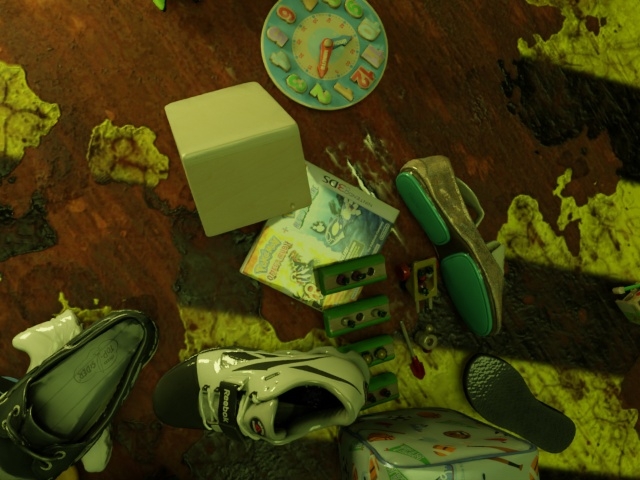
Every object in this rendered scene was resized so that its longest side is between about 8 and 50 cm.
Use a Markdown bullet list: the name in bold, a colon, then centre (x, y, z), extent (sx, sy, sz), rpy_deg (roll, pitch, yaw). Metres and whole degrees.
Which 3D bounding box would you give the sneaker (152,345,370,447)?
- **sneaker**: centre (-0.097, 0.225, 0.821), extent (0.331, 0.146, 0.122), rpy_deg (-10, 101, 8)

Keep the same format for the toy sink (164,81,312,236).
- **toy sink**: centre (-0.125, -0.124, 0.837), extent (0.153, 0.234, 0.131), rpy_deg (-18, 123, -12)

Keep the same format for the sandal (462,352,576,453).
- **sandal**: centre (0.329, 0.282, 0.988), extent (0.254, 0.054, 0.097), rpy_deg (41, 90, -18)

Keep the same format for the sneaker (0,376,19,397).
- **sneaker**: centre (-0.493, 0.210, 0.795), extent (0.232, 0.090, 0.081), rpy_deg (33, 84, -9)

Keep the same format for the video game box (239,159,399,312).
- **video game box**: centre (0.000, 0.000, 0.919), extent (0.187, 0.048, 0.205), rpy_deg (27, 85, -8)

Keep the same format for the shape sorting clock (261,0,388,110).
- **shape sorting clock**: centre (0.008, -0.310, 0.923), extent (0.206, 0.040, 0.206), rpy_deg (0, 90, -12)

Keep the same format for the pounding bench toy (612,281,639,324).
- **pounding bench toy**: centre (0.570, 0.099, 1.030), extent (0.065, 0.052, 0.083), rpy_deg (-40, 97, -9)

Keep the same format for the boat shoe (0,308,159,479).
- **boat shoe**: centre (-0.330, 0.216, 0.716), extent (0.127, 0.113, 0.340), rpy_deg (49, 63, -4)

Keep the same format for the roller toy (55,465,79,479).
- **roller toy**: centre (-0.426, 0.408, 0.780), extent (0.191, 0.146, 0.209), rpy_deg (-2, 93, -22)

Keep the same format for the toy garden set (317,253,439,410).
- **toy garden set**: centre (0.111, 0.143, 0.913), extent (0.204, 0.049, 0.244), rpy_deg (-13, 102, -23)

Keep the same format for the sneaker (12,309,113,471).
- **sneaker**: centre (-0.368, 0.223, 0.820), extent (0.115, 0.090, 0.232), rpy_deg (-18, 84, -18)

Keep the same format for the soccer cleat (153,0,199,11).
- **soccer cleat**: centre (-0.181, -0.411, 0.881), extent (0.179, 0.060, 0.072), rpy_deg (-28, 105, -4)

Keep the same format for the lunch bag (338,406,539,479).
- **lunch bag**: centre (0.163, 0.318, 0.820), extent (0.243, 0.303, 0.114), rpy_deg (-1, 86, -12)

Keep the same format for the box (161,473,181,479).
- **box**: centre (-0.288, 0.498, 0.748), extent (0.296, 0.073, 0.293), rpy_deg (-17, 114, -33)

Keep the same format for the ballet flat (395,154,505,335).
- **ballet flat**: centre (0.239, 0.000, 0.942), extent (0.106, 0.107, 0.316), rpy_deg (-29, 96, -24)
